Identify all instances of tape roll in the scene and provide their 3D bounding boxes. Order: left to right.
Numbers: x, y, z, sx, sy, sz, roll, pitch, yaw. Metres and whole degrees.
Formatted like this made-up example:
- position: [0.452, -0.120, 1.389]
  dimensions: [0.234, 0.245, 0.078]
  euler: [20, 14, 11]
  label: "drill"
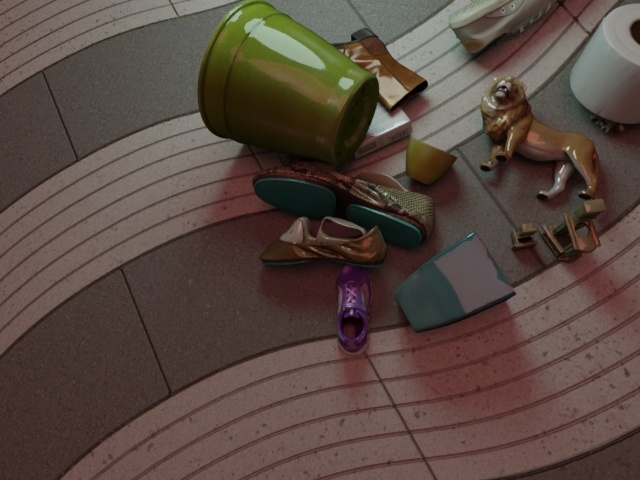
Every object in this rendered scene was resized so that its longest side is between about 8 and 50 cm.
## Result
- position: [0.786, -0.439, 1.135]
  dimensions: [0.246, 0.169, 0.246]
  euler: [0, 62, -1]
  label: "tape roll"

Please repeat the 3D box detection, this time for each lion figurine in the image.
- position: [0.574, -0.253, 1.180]
  dimensions: [0.392, 0.142, 0.240]
  euler: [31, 73, 1]
  label: "lion figurine"

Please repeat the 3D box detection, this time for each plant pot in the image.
- position: [-0.055, -0.366, 1.170]
  dimensions: [0.353, 0.366, 0.366]
  euler: [29, 81, 16]
  label: "plant pot"
- position: [0.280, -0.203, 1.209]
  dimensions: [0.134, 0.134, 0.095]
  euler: [27, 105, 15]
  label: "plant pot"
- position: [0.306, 0.121, 1.091]
  dimensions: [0.234, 0.165, 0.165]
  euler: [-31, 72, 8]
  label: "plant pot"

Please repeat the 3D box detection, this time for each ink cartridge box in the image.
- position: [0.135, -0.357, 1.317]
  dimensions: [0.181, 0.056, 0.224]
  euler: [-25, 54, 1]
  label: "ink cartridge box"

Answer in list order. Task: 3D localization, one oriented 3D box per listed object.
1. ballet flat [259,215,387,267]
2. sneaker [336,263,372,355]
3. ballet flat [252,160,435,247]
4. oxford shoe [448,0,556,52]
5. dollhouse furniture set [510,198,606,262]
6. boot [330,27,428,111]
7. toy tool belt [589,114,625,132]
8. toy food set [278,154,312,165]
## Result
- position: [0.000, 0.000, 1.167]
  dimensions: [0.343, 0.116, 0.124]
  euler: [1, 105, 21]
  label: "ballet flat"
- position: [0.081, 0.164, 1.140]
  dimensions: [0.095, 0.104, 0.236]
  euler: [-2, 73, 10]
  label: "sneaker"
- position: [0.070, -0.125, 1.214]
  dimensions: [0.483, 0.164, 0.182]
  euler: [17, 56, 8]
  label: "ballet flat"
- position: [0.567, -0.666, 1.293]
  dimensions: [0.450, 0.169, 0.130]
  euler: [-31, 113, -8]
  label: "oxford shoe"
- position: [0.556, -0.006, 1.071]
  dimensions: [0.161, 0.182, 0.101]
  euler: [-10, 73, 6]
  label: "dollhouse furniture set"
- position: [0.123, -0.457, 1.314]
  dimensions: [0.264, 0.096, 0.280]
  euler: [-31, 68, -14]
  label: "boot"
- position: [0.754, -0.309, 1.201]
  dimensions: [0.051, 0.052, 0.083]
  euler: [-35, 65, 31]
  label: "toy tool belt"
- position: [-0.056, -0.240, 1.320]
  dimensions: [0.122, 0.019, 0.077]
  euler: [-22, 72, -6]
  label: "toy food set"
